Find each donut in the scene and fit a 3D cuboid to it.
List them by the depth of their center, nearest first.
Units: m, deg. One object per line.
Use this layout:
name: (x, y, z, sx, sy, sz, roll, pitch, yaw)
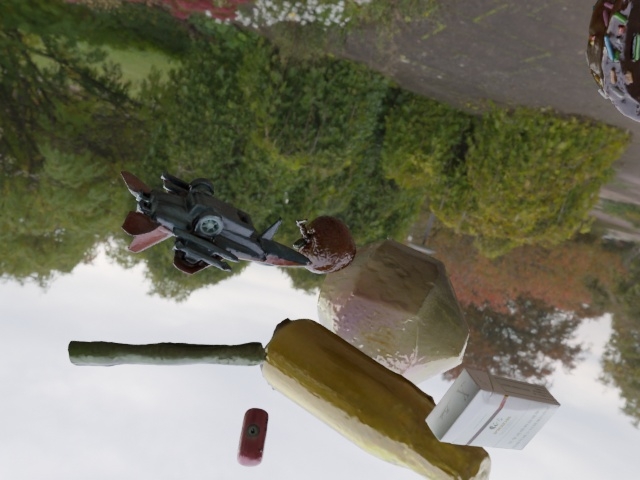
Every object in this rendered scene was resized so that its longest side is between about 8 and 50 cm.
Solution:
donut: (0.415, -0.252, 0.622, 0.235, 0.235, 0.089, 16, -152, -21)

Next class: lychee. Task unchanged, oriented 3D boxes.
lychee: (0.004, -0.001, 0.965, 0.140, 0.101, 0.114, 43, 135, -18)

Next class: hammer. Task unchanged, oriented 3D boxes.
hammer: (-0.097, 0.283, 0.787, 0.043, 0.043, 0.083, 17, -135, -9)

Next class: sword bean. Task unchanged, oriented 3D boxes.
sword bean: (-0.208, 0.155, 0.744, 0.269, 0.038, 0.043, 1, -176, -3)

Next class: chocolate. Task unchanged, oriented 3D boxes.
chocolate: (0.085, 0.289, 0.937, 0.445, 0.162, 0.162, 24, -172, 42)

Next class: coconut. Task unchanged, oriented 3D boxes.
coconut: (0.177, 0.175, 1.253, 0.352, 0.353, 0.352, 17, -176, -1)

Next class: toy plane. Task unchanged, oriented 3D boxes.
toy plane: (-0.139, -0.014, 0.820, 0.326, 0.104, 0.223, 13, -148, -30)

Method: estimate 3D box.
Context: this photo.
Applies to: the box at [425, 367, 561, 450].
box: (0.208, 0.206, 0.650, 0.154, 0.084, 0.040, 19, -156, -31)
